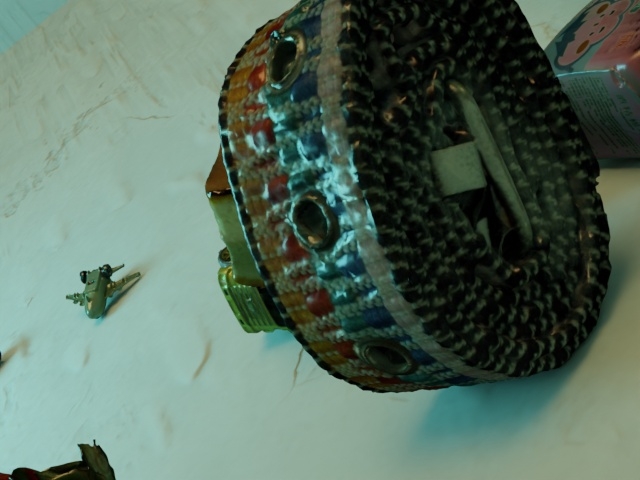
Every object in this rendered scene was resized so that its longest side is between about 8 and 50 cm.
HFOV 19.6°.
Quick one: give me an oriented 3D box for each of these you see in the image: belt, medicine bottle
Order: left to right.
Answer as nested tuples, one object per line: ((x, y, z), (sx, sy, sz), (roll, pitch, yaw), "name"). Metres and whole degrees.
((0.047, -0.043, 1.177), (0.207, 0.295, 0.160), (-36, 14, -37), "belt")
((0.248, -0.122, 1.282), (0.119, 0.094, 0.188), (-46, 22, -21), "medicine bottle")

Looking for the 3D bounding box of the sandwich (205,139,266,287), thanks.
((0.039, -0.067, 1.394), (0.220, 0.108, 0.186), (-5, 41, 14), "sandwich")

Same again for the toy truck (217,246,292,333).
((0.000, 0.000, 1.472), (0.100, 0.077, 0.169), (0, 38, 38), "toy truck")

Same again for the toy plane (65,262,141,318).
((-0.214, 0.047, 1.778), (0.080, 0.033, 0.083), (-16, 27, 16), "toy plane")

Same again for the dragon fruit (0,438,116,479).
((-0.204, 0.230, 1.204), (0.189, 0.182, 0.182), (-12, 31, 25), "dragon fruit")
